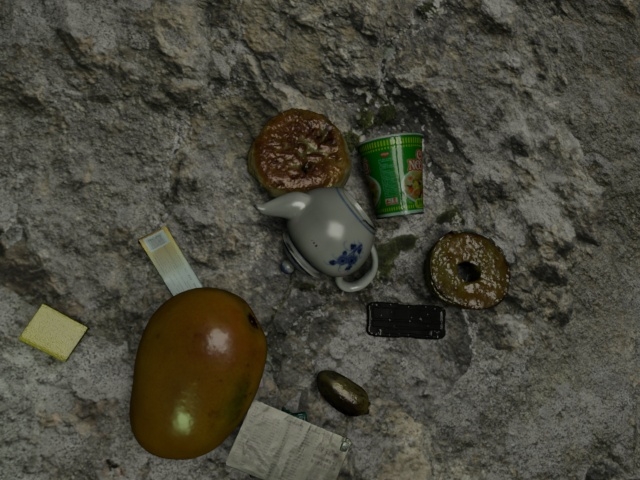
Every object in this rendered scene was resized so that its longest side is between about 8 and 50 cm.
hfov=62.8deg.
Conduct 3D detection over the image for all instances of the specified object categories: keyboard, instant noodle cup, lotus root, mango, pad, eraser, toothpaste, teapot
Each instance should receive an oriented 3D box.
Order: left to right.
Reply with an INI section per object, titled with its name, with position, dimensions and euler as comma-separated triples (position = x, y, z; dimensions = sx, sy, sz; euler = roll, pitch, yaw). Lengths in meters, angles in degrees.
[eraser]
position = -0.640, 0.222, 1.264
dimensions = 0.122, 0.045, 0.097
euler = 31, 72, -12
[toothpaste]
position = -0.357, 0.115, 1.367
dimensions = 0.089, 0.071, 0.312
euler = -32, 91, -23
[mango]
position = -0.297, 0.318, 1.223
dimensions = 0.300, 0.232, 0.445
euler = 30, 102, 5
[pad]
position = -0.071, 0.498, 1.232
dimensions = 0.265, 0.009, 0.159
euler = 25, 79, -9
[teapot]
position = 0.000, 0.000, 1.432
dimensions = 0.280, 0.252, 0.424
euler = -40, 121, 12
[lotus root]
position = 0.062, 0.423, 1.438
dimensions = 0.179, 0.089, 0.080
euler = 35, 28, -5
[instant noodle cup]
position = 0.220, -0.184, 1.566
dimensions = 0.207, 0.207, 0.232
euler = -9, 91, -20
[keyboard]
position = 0.260, 0.243, 1.578
dimensions = 0.263, 0.016, 0.106
euler = 6, 78, -17

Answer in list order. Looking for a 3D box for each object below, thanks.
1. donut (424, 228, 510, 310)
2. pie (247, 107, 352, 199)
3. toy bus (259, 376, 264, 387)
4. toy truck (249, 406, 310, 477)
[donut]
position = 0.442, 0.099, 1.625
dimensions = 0.272, 0.107, 0.272
euler = 4, 74, -15
[pie]
position = -0.053, -0.245, 1.528
dimensions = 0.315, 0.092, 0.315
euler = 3, 78, -16
[toy bus]
position = -0.210, 0.365, 1.365
dimensions = 0.123, 0.075, 0.060
euler = -5, 82, -20
[toy truck]
position = -0.087, 0.600, 1.312
dimensions = 0.177, 0.178, 0.363
euler = -1, 83, -19
